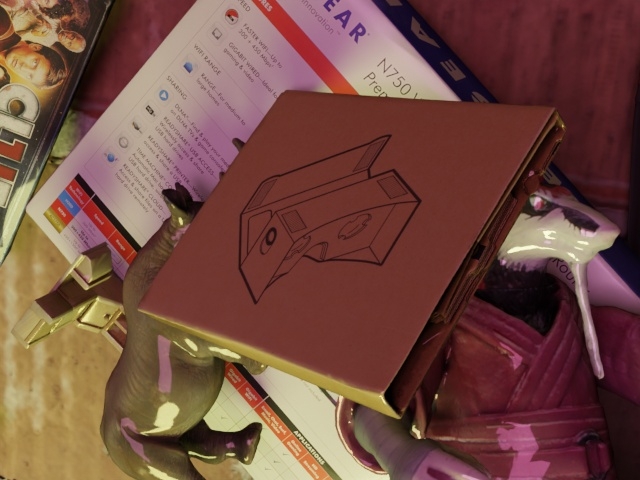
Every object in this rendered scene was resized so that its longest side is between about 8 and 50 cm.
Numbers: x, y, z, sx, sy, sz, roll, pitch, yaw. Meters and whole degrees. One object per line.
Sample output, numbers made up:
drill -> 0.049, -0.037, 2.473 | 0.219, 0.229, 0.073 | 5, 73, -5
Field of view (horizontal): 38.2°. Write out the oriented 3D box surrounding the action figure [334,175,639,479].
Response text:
action figure -> 0.120, 0.129, 0.513 | 0.248, 0.275, 0.370 | 0, 79, -16

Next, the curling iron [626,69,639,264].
curling iron -> 0.207, -0.106, 0.597 | 0.068, 0.035, 0.274 | 5, 108, 39

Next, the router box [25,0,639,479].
router box -> 0.000, 0.000, 0.647 | 0.301, 0.082, 0.335 | -42, 86, 25

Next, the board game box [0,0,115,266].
board game box -> -0.280, -0.116, 0.715 | 0.165, 0.042, 0.243 | 24, 109, -13

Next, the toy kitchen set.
toy kitchen set -> -0.143, 0.051, 0.623 | 0.075, 0.083, 0.068 | 45, 115, 5

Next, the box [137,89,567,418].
box -> 0.006, -0.008, 0.483 | 0.201, 0.021, 0.164 | 13, 64, 47

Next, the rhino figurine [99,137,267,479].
rhino figurine -> -0.078, 0.053, 0.597 | 0.106, 0.073, 0.243 | 13, 101, 4
